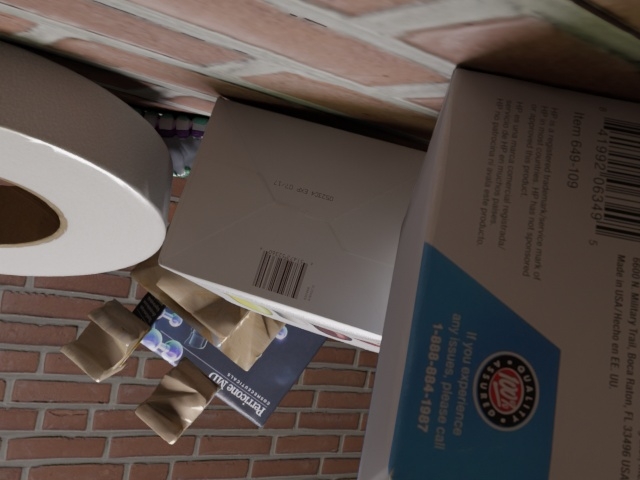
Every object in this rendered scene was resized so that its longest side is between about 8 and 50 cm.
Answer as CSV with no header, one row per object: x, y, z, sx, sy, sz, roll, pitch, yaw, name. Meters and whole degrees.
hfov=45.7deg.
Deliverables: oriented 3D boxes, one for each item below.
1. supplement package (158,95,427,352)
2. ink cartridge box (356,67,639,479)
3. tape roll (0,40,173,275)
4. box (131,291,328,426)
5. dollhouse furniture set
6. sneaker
0.000,0.000,0.666,0.194,0.149,0.203,17,171,12,supplement package
0.173,0.065,0.406,0.270,0.198,0.197,12,159,3,ink cartridge box
-0.330,-0.059,0.677,0.392,0.072,0.392,3,160,1,tape roll
-0.133,0.102,1.490,0.293,0.395,0.212,39,172,-19,box
-0.218,0.016,1.125,0.394,0.362,0.256,39,-179,1,dollhouse furniture set
-0.161,-0.085,0.808,0.224,0.098,0.083,12,-179,7,sneaker
